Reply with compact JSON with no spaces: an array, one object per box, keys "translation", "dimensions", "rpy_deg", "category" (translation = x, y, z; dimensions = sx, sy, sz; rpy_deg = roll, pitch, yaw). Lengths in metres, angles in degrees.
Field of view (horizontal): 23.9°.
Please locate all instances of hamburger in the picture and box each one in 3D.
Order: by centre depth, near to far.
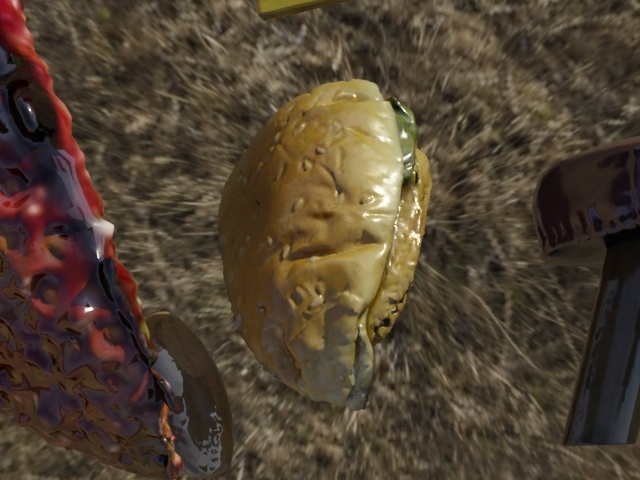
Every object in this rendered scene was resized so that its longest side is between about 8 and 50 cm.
[{"translation":[0.000,0.000,1.046],"dimensions":[0.135,0.207,0.155],"rpy_deg":[19,133,-9],"category":"hamburger"}]

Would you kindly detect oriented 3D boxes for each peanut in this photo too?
[{"translation":[-0.110,0.121,1.163],"dimensions":[0.076,0.076,0.152],"rpy_deg":[-27,55,2],"category":"peanut"}]

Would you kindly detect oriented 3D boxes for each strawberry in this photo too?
[{"translation":[-0.174,-0.011,0.730],"dimensions":[0.138,0.233,0.306],"rpy_deg":[-19,50,-13],"category":"strawberry"}]

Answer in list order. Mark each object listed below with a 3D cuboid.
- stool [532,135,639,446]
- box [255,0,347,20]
[{"translation":[0.271,0.032,0.928],"dimensions":[0.272,0.272,0.178],"rpy_deg":[-3,81,2],"category":"stool"},{"translation":[0.010,-0.266,1.424],"dimensions":[0.155,0.023,0.086],"rpy_deg":[-11,82,13],"category":"box"}]
